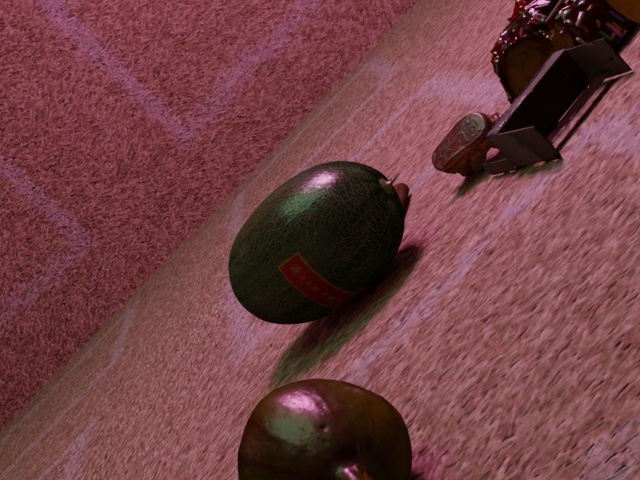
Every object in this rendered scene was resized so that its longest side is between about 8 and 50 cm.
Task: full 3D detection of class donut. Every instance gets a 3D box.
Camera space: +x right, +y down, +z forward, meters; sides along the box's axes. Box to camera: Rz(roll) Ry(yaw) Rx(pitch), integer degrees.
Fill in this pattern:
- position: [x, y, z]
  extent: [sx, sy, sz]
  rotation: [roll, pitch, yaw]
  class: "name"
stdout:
- position: [0.328, -0.289, 1.476]
  extent: [0.216, 0.096, 0.230]
  rotation: [-52, 12, -24]
  class: "donut"

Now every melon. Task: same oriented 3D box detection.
- position: [0.000, 0.000, 1.450]
  extent: [0.287, 0.182, 0.182]
  rotation: [-41, 12, 31]
  class: "melon"

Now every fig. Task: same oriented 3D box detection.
- position: [0.004, 0.184, 0.889]
  extent: [0.186, 0.142, 0.148]
  rotation: [126, 158, -79]
  class: "fig"

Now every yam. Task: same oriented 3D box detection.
- position: [0.106, -0.043, 1.600]
  extent: [0.032, 0.032, 0.145]
  rotation: [-40, 14, 28]
  class: "yam"

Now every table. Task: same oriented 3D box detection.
- position: [0.269, -0.158, 1.331]
  extent: [0.146, 0.062, 0.175]
  rotation: [-50, 15, -15]
  class: "table"

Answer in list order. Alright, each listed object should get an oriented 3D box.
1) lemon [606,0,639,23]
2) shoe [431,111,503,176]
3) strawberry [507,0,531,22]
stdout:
- position: [0.370, -0.326, 1.080]
  extent: [0.253, 0.253, 0.310]
  rotation: [-48, 9, -9]
  class: "lemon"
- position: [0.200, -0.129, 1.455]
  extent: [0.109, 0.069, 0.072]
  rotation: [-55, 46, 15]
  class: "shoe"
- position: [0.390, -0.402, 1.732]
  extent: [0.167, 0.087, 0.208]
  rotation: [-31, -27, -37]
  class: "strawberry"
